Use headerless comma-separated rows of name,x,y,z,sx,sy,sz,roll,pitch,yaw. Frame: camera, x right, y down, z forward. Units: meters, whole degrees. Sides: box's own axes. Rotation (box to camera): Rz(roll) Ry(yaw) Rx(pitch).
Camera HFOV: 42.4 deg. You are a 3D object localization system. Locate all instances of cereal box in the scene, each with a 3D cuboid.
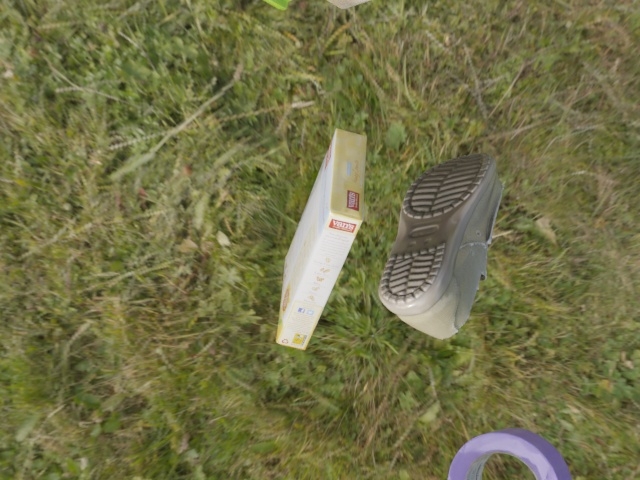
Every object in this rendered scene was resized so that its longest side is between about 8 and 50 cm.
cereal box,0.000,0.000,1.059,0.047,0.240,0.173,16,41,-9

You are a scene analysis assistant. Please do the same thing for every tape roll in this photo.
tape roll,0.311,0.407,1.357,0.189,0.080,0.189,-3,83,30

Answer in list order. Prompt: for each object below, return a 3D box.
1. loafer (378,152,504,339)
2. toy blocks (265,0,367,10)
loafer,0.139,0.003,0.913,0.102,0.092,0.268,-5,38,36
toy blocks,0.014,-0.410,0.990,0.381,0.261,0.190,21,78,-37
